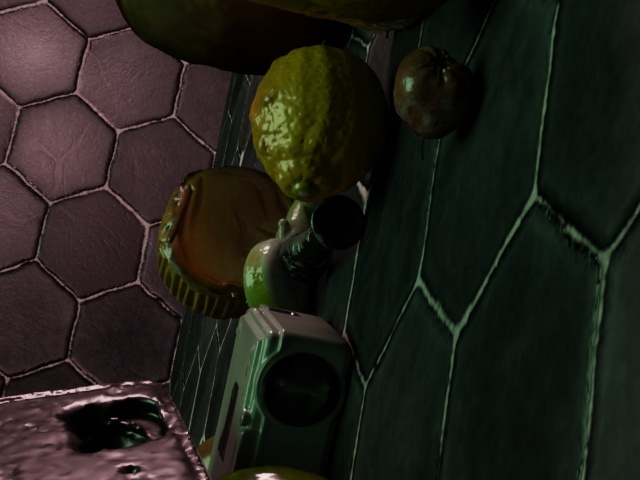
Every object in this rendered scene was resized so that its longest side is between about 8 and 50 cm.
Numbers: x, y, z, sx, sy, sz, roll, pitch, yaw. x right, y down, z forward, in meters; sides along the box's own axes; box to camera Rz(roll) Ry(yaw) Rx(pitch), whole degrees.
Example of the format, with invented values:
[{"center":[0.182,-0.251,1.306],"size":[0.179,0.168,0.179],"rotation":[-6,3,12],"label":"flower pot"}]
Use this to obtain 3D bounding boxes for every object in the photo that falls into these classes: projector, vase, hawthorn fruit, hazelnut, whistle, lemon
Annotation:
[{"center":[-0.206,0.385,1.179],"size":[0.395,0.242,0.405],"rotation":[-139,45,-67],"label":"projector"},{"center":[0.000,0.000,1.396],"size":[0.167,0.059,0.059],"rotation":[133,149,-70],"label":"vase"},{"center":[0.085,-0.104,1.044],"size":[0.067,0.067,0.103],"rotation":[-89,13,-49],"label":"hawthorn fruit"},{"center":[-0.110,-0.399,1.761],"size":[0.366,0.366,0.365],"rotation":[-167,90,-80],"label":"hazelnut"},{"center":[-0.042,0.017,1.534],"size":[0.104,0.057,0.198],"rotation":[56,-146,-35],"label":"whistle"},{"center":[-0.054,0.204,1.318],"size":[0.192,0.099,0.256],"rotation":[-151,73,-78],"label":"projector"},{"center":[-0.002,-0.118,1.312],"size":[0.142,0.142,0.187],"rotation":[116,165,-52],"label":"lemon"}]

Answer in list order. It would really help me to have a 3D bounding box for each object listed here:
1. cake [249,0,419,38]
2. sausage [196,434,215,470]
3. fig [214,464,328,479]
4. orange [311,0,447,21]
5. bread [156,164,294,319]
[{"center":[-0.021,-0.348,1.292],"size":[0.227,0.286,0.222],"rotation":[-159,82,-80],"label":"cake"},{"center":[-0.170,0.422,1.632],"size":[0.136,0.123,0.501],"rotation":[-44,-20,-49],"label":"sausage"},{"center":[-0.007,0.255,0.861],"size":[0.275,0.206,0.206],"rotation":[-11,64,54],"label":"fig"},{"center":[0.051,-0.295,1.037],"size":[0.236,0.236,0.236],"rotation":[-167,90,-80],"label":"orange"},{"center":[-0.123,0.005,1.711],"size":[0.104,0.199,0.199],"rotation":[118,162,-61],"label":"bread"}]
